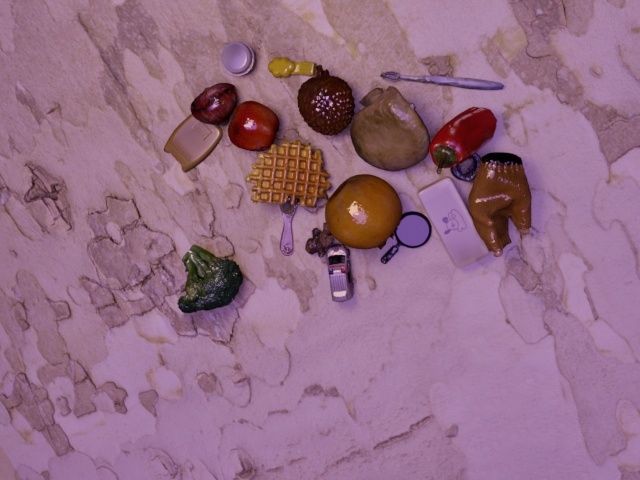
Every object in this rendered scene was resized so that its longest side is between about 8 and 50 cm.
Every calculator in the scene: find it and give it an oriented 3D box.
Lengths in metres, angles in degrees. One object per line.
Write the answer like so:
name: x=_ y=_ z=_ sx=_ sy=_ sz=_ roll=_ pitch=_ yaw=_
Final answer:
calculator: x=-0.474 y=-0.375 z=1.937 sx=0.236 sy=0.033 sz=0.157 roll=-43 pitch=91 yaw=13

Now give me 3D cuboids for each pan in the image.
pan: x=0.302 y=0.000 z=1.887 sx=0.136 sy=0.028 sz=0.235 roll=41 pitch=104 yaw=0

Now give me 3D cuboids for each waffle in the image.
waffle: x=-0.102 y=-0.212 z=1.829 sx=0.309 sy=0.065 sz=0.283 roll=-40 pitch=111 yaw=-8

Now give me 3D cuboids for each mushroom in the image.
mushroom: x=0.218 y=-0.368 z=1.719 sx=0.212 sy=0.217 sz=0.291 roll=-25 pitch=92 yaw=-7

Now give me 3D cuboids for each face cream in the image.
face cream: x=-0.284 y=-0.635 z=1.817 sx=0.117 sy=0.104 sz=0.117 roll=2 pitch=100 yaw=9

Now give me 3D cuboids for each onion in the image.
onion: x=-0.365 y=-0.475 z=1.844 sx=0.184 sy=0.183 sz=0.147 roll=-25 pitch=133 yaw=13

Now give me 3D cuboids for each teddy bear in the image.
teddy bear: x=0.008 y=-0.001 z=1.902 sx=0.160 sy=0.078 sz=0.119 roll=-35 pitch=61 yaw=48

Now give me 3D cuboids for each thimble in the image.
thimble: x=0.500 y=-0.257 z=1.786 sx=0.095 sy=0.066 sz=0.104 roll=17 pitch=100 yaw=5

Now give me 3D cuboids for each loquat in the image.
loquat: x=0.150 y=-0.086 z=1.780 sx=0.275 sy=0.275 sz=0.274 roll=2 pitch=101 yaw=9

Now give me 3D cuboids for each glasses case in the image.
glasses case: x=0.465 y=-0.064 z=1.826 sx=0.131 sy=0.070 sz=0.312 roll=-28 pitch=95 yaw=13

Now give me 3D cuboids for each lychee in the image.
lychee: x=0.016 y=-0.472 z=1.759 sx=0.200 sy=0.200 sz=0.238 roll=-8 pitch=106 yaw=11

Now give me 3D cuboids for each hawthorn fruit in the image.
hawthorn fruit: x=-0.219 y=-0.395 z=1.825 sx=0.201 sy=0.179 sz=0.179 roll=17 pitch=104 yaw=-11

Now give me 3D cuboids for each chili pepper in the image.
chili pepper: x=0.422 y=-0.301 z=1.675 sx=0.131 sy=0.134 sz=0.338 roll=36 pitch=63 yaw=25

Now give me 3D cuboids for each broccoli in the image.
broccoli: x=-0.423 y=0.145 z=1.925 sx=0.245 sy=0.265 sz=0.294 roll=48 pitch=129 yaw=12

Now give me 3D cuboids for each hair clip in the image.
hair clip: x=-0.103 y=-0.604 z=1.824 sx=0.173 sy=0.046 sz=0.072 roll=9 pitch=99 yaw=9

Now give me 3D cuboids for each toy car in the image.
toy car: x=0.068 y=0.120 z=1.908 sx=0.090 sy=0.108 sz=0.209 roll=-5 pitch=99 yaw=12

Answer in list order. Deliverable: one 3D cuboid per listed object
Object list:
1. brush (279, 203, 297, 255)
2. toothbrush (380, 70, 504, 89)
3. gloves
brush: x=-0.125 y=-0.091 z=1.923 sx=0.072 sy=0.067 sz=0.312 roll=6 pitch=104 yaw=7
toothbrush: x=0.409 y=-0.541 z=1.759 sx=0.414 sy=0.042 sz=0.035 roll=7 pitch=102 yaw=6
gloves: x=0.601 y=-0.118 z=1.746 sx=0.203 sy=0.155 sz=0.355 roll=-4 pitch=99 yaw=-10
